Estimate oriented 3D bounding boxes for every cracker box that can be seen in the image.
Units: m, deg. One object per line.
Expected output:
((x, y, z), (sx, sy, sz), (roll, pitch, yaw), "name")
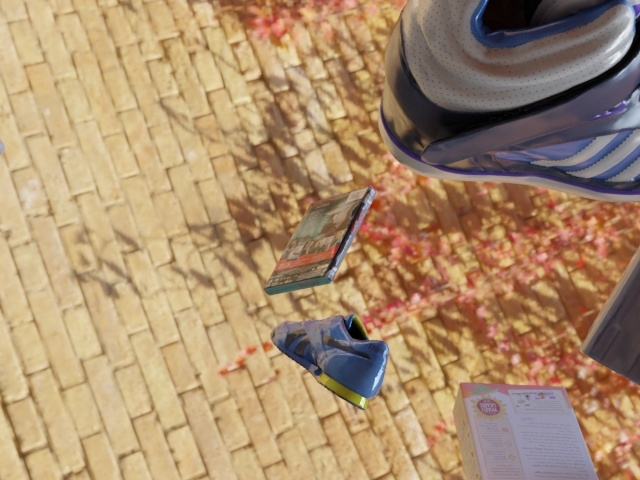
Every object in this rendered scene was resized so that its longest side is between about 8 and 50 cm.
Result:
((0.274, 0.294, 1.204), (0.232, 0.155, 0.067), (-93, -172, -56), "cracker box")

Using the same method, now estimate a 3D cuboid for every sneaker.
((0.204, -0.119, 0.590), (0.236, 0.323, 0.130), (111, -24, -73), "sneaker")
((0.013, 0.115, 0.993), (0.082, 0.069, 0.209), (-61, -153, -3), "sneaker")

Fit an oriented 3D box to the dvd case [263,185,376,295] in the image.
((0.000, 0.000, 0.870), (0.087, 0.119, 0.013), (-15, -52, 43), "dvd case")

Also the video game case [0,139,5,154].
((-0.374, -0.024, 0.724), (0.023, 0.183, 0.201), (47, 13, 10), "video game case")

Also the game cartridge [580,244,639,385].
((0.510, 0.131, 1.151), (0.294, 0.196, 0.060), (28, 5, 3), "game cartridge")
